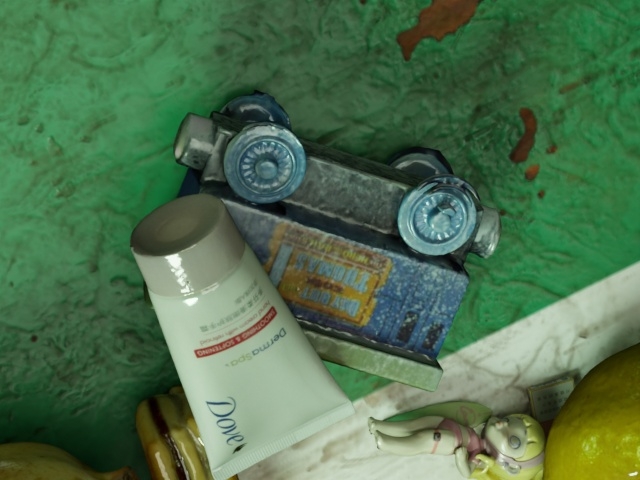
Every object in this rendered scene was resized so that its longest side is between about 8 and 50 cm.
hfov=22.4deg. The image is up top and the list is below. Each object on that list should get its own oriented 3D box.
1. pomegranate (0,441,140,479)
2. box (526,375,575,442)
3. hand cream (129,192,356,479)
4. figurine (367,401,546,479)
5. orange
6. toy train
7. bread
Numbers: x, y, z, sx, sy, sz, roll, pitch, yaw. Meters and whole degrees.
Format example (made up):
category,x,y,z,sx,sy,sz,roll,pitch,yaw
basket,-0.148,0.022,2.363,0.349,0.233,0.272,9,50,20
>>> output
category,x,y,z,sx,sy,sz,roll,pitch,yaw
pomegranate,-0.241,0.291,1.333,0.264,0.264,0.264,-3,102,-13
box,0.225,0.174,1.541,0.046,0.012,0.083,-15,105,-10
hand cream,-0.073,0.084,1.311,0.133,0.083,0.248,-27,121,-2
figurine,0.130,0.192,1.497,0.187,0.083,0.083,7,100,-21
orange,0.338,0.219,1.456,0.279,0.235,0.279,-3,96,-32
toy train,0.000,0.000,1.398,0.299,0.131,0.202,17,105,-15
bread,-0.106,0.232,1.422,0.077,0.116,0.200,-20,105,-11
